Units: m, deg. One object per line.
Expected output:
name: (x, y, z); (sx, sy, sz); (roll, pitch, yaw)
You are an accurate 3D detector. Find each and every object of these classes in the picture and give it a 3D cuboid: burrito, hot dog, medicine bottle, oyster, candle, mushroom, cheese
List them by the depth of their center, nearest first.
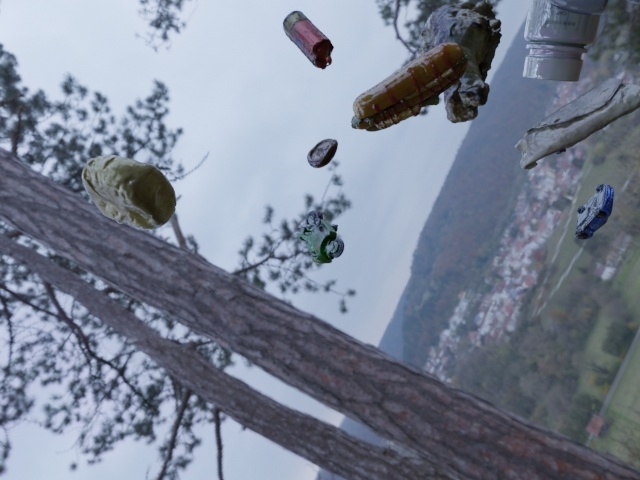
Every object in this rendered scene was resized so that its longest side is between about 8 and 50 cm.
burrito: (0.439, -0.203, 0.966); (0.225, 0.060, 0.087); (-34, 35, 26)
candle: (-0.016, -0.348, 0.984); (0.051, 0.131, 0.052); (-27, -29, -16)
hot dog: (0.169, -0.281, 1.079); (0.250, 0.076, 0.104); (-31, -29, 11)
oyster: (0.295, -0.385, 1.217); (0.197, 0.133, 0.337); (-27, 54, 44)
cheese: (-0.468, -0.120, 1.362); (0.226, 0.213, 0.117); (66, -141, -51)
medicine bottle: (0.593, -0.545, 1.371); (0.170, 0.170, 0.293); (-44, -39, -65)
mushroom: (0.011, -0.293, 1.886); (0.052, 0.123, 0.123); (48, -120, -36)

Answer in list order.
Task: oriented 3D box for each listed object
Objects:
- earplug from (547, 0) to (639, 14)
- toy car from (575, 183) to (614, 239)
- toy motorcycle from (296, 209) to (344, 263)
earplug: (0.589, -0.572, 1.127); (0.325, 0.175, 0.214); (-26, -57, -16)
toy car: (0.798, -0.081, 1.618); (0.216, 0.063, 0.103); (94, -167, -64)
toy motorcycle: (0.000, 0.000, 1.512); (0.074, 0.190, 0.106); (18, -66, -40)
